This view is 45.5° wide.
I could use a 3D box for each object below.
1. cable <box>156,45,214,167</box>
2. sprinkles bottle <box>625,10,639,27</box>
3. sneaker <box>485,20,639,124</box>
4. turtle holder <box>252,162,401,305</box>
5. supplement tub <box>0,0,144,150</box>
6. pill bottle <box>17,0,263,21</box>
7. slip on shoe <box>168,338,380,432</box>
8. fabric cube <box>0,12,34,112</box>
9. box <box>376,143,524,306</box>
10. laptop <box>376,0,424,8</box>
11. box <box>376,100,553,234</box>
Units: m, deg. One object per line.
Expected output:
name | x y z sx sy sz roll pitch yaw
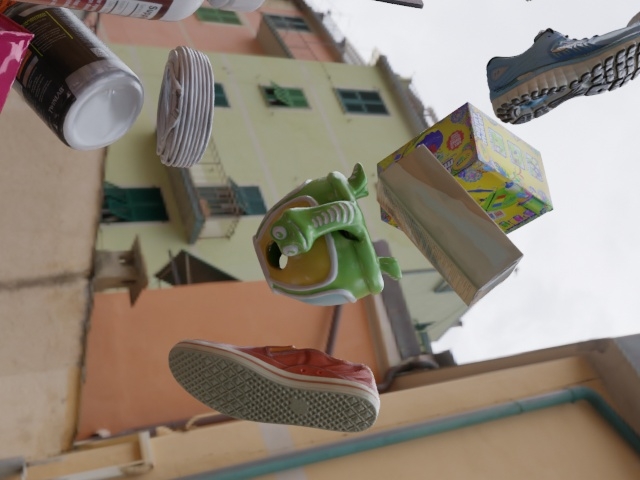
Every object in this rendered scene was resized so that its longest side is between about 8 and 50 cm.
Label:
cable | -0.292 -0.285 1.629 0.257 0.089 0.257 119 -31 -51
sprinkles bottle | 0.640 -0.240 1.300 0.121 0.121 0.355 -43 -124 52
sneaker | 0.222 -0.166 0.674 0.063 0.162 0.073 62 10 -66
turtle holder | 0.006 0.015 1.347 0.320 0.228 0.243 -103 173 -73
supplement tub | -0.548 -0.363 1.610 0.338 0.207 0.207 45 -47 20
pill bottle | -0.098 -0.147 0.346 0.086 0.152 0.086 3 -87 61
slip on shoe | -0.071 0.212 1.181 0.101 0.332 0.123 -77 177 -59
fabric cube | -0.581 -0.217 0.973 0.254 0.259 0.258 33 -72 7
box | 0.257 -0.029 1.566 0.311 0.121 0.148 51 -11 15
laptop | 0.058 -0.767 1.721 0.236 0.382 0.407 -59 -140 46
box | 0.334 -0.128 1.799 0.290 0.279 0.177 -32 -134 38
